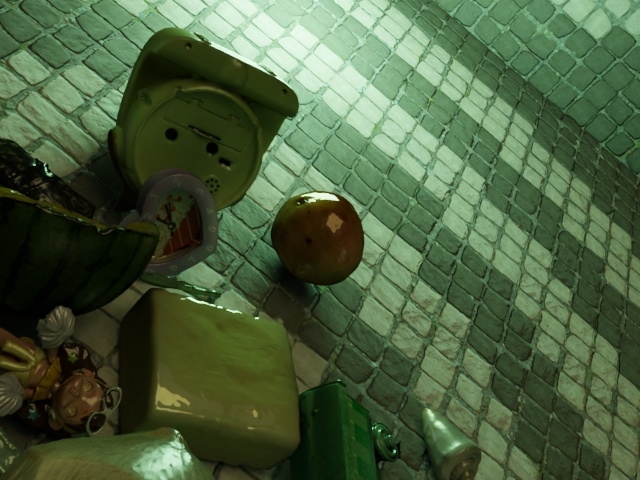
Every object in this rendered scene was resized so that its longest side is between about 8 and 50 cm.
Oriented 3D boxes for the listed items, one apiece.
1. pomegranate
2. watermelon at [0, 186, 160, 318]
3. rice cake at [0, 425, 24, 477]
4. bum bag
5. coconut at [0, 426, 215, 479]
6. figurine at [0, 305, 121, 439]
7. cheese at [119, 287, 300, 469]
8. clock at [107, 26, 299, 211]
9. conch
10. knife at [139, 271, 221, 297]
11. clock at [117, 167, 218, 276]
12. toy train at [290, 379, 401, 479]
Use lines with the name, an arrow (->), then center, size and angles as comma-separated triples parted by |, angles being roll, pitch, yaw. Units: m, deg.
pomegranate -> -0.004, -0.001, 1.930 | 0.191, 0.191, 0.191 | 26, 39, -23
watermelon -> -0.411, 0.023, 1.459 | 0.330, 0.190, 0.331 | 9, 5, -1
rice cake -> -0.476, 0.236, 1.321 | 0.336, 0.066, 0.063 | 49, 36, 9
bum bag -> -0.480, -0.095, 1.660 | 0.248, 0.069, 0.102 | 41, 51, 1
coconut -> -0.242, 0.392, 1.153 | 0.346, 0.346, 0.360 | 36, 70, -10
figurine -> -0.393, 0.189, 1.392 | 0.240, 0.115, 0.175 | 43, 55, -23
cheese -> -0.176, 0.221, 1.583 | 0.265, 0.124, 0.243 | 20, 37, -30
clock -> -0.225, -0.175, 1.767 | 0.286, 0.348, 0.117 | 21, 12, -27
conch -> 0.239, 0.393, 1.862 | 0.104, 0.094, 0.176 | -3, 28, -30
knife -> -0.229, 0.077, 1.657 | 0.043, 0.020, 0.293 | 21, -2, 17
clock -> -0.256, -0.025, 1.714 | 0.172, 0.198, 0.064 | 26, 11, -36
toy train -> 0.043, 0.385, 1.584 | 0.202, 0.120, 0.301 | 42, 30, -38
